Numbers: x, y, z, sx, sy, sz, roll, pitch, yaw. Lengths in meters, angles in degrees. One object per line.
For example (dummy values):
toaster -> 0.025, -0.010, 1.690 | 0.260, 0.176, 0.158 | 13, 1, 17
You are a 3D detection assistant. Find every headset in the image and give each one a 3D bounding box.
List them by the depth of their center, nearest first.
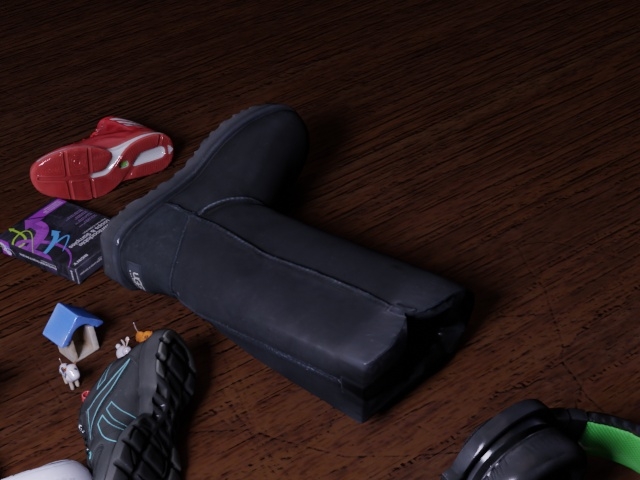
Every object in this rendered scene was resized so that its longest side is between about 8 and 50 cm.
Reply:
headset -> 0.181, 0.277, 1.005 | 0.394, 0.185, 0.243 | 4, 38, -11

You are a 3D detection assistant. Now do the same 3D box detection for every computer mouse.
computer mouse -> -0.319, 0.274, 1.103 | 0.193, 0.042, 0.106 | -24, 72, -24

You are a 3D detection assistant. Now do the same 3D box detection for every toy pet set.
toy pet set -> -0.269, 0.118, 1.320 | 0.122, 0.065, 0.114 | -33, 43, -32

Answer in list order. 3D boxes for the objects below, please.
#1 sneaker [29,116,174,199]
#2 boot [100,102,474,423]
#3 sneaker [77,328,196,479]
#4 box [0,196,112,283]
sneaker -> -0.347, -0.128, 1.676 | 0.221, 0.087, 0.128 | -12, 26, -28
boot -> -0.001, 0.002, 1.361 | 0.445, 0.146, 0.367 | 21, 54, 38
sneaker -> -0.206, 0.213, 1.177 | 0.106, 0.101, 0.267 | -19, 32, 21
box -> -0.354, -0.003, 1.532 | 0.162, 0.029, 0.116 | 19, 43, 30
